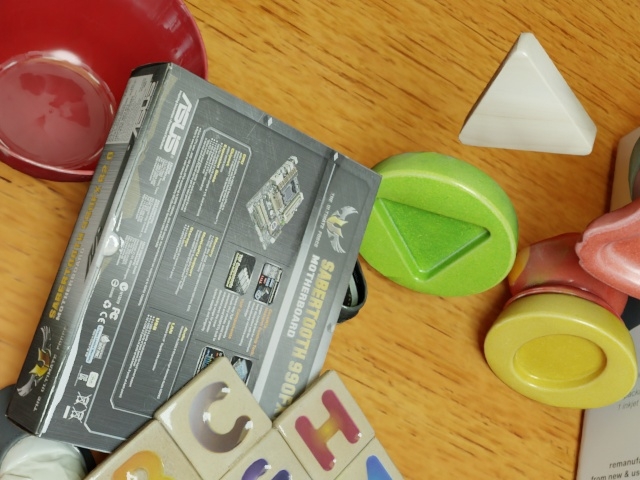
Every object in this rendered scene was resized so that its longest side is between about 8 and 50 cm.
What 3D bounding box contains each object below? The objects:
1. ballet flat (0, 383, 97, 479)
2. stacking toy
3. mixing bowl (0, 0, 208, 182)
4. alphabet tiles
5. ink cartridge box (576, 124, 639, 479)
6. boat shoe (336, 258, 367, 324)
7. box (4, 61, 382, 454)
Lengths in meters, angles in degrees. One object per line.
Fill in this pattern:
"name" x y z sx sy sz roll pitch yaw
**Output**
"ballet flat" -0.156 0.178 0.530 0.074 0.074 0.203 -7 73 -30
"stacking toy" 0.190 -0.031 0.666 0.279 0.309 0.130 34 50 -9
"mixing bowl" -0.178 -0.110 0.618 0.181 0.098 0.181 10 66 -23
"alphabet tiles" -0.027 0.258 0.542 0.285 0.011 0.342 -40 106 -30
"ink cartridge box" 0.410 0.089 0.803 0.285 0.166 0.394 26 61 -17
"boat shoe" 0.002 0.000 0.703 0.049 0.042 0.133 -12 75 -29
"box" -0.071 0.029 0.573 0.183 0.056 0.231 24 80 -37
